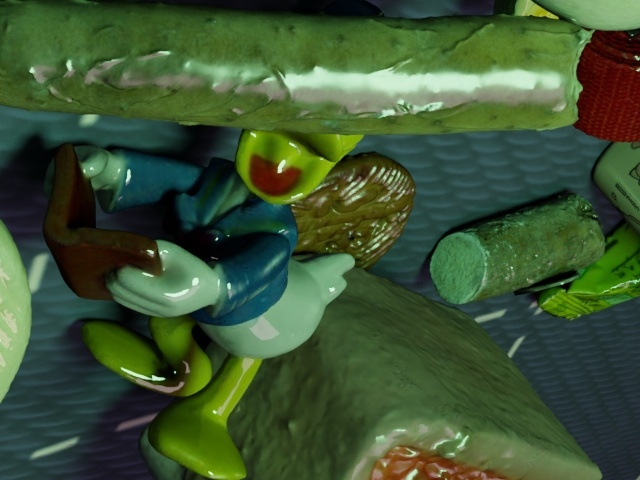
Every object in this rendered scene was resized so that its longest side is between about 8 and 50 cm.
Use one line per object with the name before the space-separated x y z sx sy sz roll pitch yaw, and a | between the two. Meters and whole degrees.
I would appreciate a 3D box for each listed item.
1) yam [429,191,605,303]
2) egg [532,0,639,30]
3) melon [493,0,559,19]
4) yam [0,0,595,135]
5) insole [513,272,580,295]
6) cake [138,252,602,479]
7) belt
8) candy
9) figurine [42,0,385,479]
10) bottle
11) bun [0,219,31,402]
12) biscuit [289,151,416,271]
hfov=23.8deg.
yam | 0.191 0.007 1.455 0.179 0.078 0.078 -15 146 -32
egg | 0.171 -0.214 0.930 0.271 0.206 0.162 -4 133 -50
melon | 0.181 -0.211 1.109 0.160 0.079 0.128 -22 132 -25
yam | -0.014 -0.102 0.898 0.371 0.083 0.083 0 141 -15
insole | 0.223 0.043 1.529 0.065 0.006 0.193 -17 179 1
cake | 0.045 0.183 1.256 0.309 0.230 0.237 19 114 -44
belt | 0.279 -0.158 1.235 0.201 0.128 0.124 -20 150 -15
candy | 0.354 0.016 1.668 0.246 0.069 0.149 -41 155 11
figurine | -0.075 -0.030 1.039 0.283 0.204 0.338 20 107 -51
bottle | 0.369 -0.020 1.471 0.110 0.209 0.097 -35 153 -4
bun | -0.287 0.045 0.908 0.222 0.127 0.222 -16 117 -35
biscuit | 0.000 0.001 1.270 0.188 0.027 0.188 -28 153 -16
